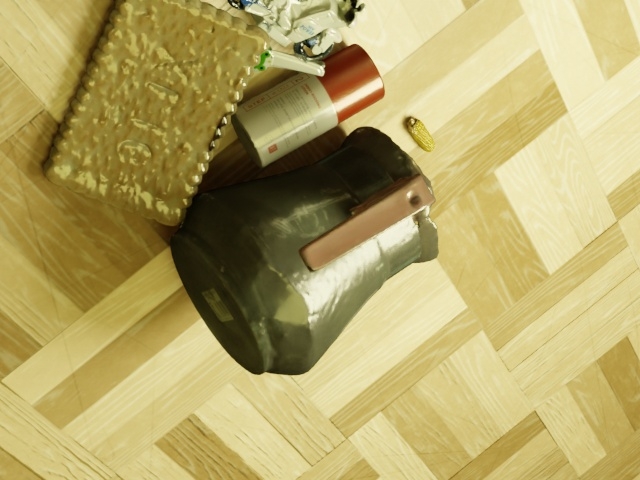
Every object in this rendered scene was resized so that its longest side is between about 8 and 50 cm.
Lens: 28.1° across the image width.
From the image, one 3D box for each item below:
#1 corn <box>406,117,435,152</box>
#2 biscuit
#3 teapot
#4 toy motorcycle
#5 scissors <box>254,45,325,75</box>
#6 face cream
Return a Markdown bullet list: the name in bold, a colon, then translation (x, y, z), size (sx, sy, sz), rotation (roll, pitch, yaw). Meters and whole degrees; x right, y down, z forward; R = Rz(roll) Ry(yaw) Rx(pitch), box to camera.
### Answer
- **corn**: translation (0.161, -0.171, 2.063), size (0.027, 0.028, 0.083), rotation (-45, 140, -3)
- **biscuit**: translation (-0.226, -0.184, 1.745), size (0.217, 0.044, 0.325), rotation (20, 113, -16)
- **teapot**: translation (0.000, 0.000, 1.878), size (0.362, 0.376, 0.305), rotation (-33, 95, -19)
- **toy motorcycle**: translation (-0.027, -0.338, 1.760), size (0.150, 0.102, 0.221), rotation (-40, 137, 18)
- **scissors**: translation (-0.091, -0.258, 1.778), size (0.204, 0.027, 0.101), rotation (12, 136, -19)
- **face cream**: translation (-0.019, -0.198, 1.873), size (0.214, 0.096, 0.096), rotation (-30, 135, -10)
